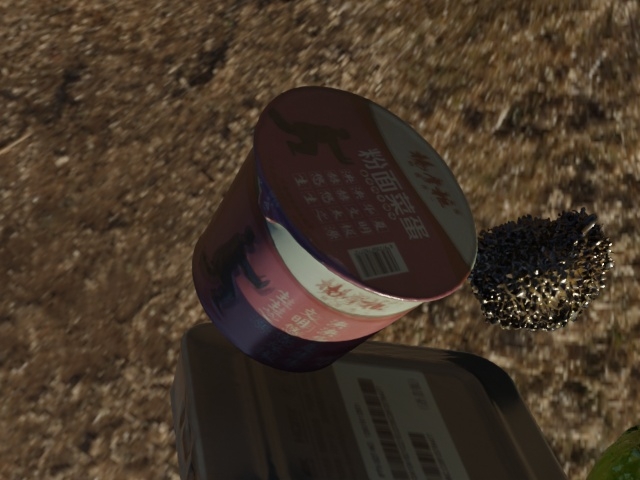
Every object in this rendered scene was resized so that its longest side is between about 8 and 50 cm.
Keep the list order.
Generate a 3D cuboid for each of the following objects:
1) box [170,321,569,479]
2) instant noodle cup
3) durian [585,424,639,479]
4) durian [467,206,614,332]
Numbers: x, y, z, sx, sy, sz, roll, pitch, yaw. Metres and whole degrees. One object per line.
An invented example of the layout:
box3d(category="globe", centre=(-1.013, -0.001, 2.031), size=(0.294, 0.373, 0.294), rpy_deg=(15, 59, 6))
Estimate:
box3d(category="box", centre=(0.052, 0.228, 1.303), size=(0.396, 0.396, 0.111), rpy_deg=(8, 114, -16))
box3d(category="instant noodle cup", centre=(0.000, 0.000, 1.180), size=(0.235, 0.235, 0.178), rpy_deg=(40, 131, -4))
box3d(category="durian", centre=(0.423, 0.442, 1.719), size=(0.256, 0.204, 0.340), rpy_deg=(38, 84, 14))
box3d(category="durian", centre=(0.284, 0.029, 1.643), size=(0.196, 0.196, 0.167), rpy_deg=(-44, 80, 22))
